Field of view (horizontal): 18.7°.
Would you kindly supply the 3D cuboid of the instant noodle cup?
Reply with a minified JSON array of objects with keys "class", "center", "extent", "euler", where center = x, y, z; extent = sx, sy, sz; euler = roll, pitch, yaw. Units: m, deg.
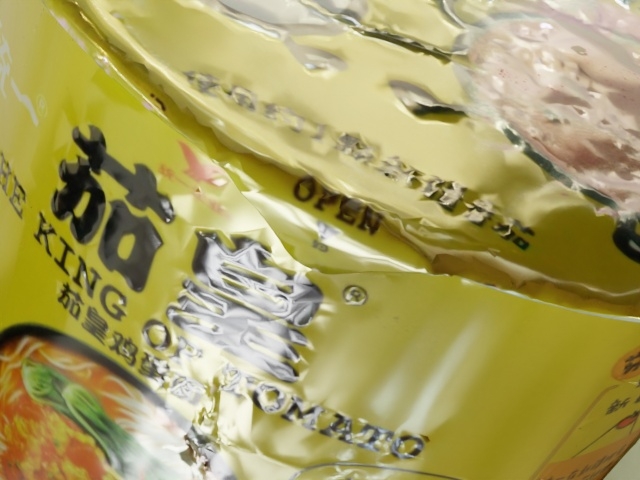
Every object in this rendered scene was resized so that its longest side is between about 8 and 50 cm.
[{"class":"instant noodle cup","center":[0.000,0.000,0.732],"extent":[0.326,0.325,0.254],"euler":[-1,-47,-34]}]

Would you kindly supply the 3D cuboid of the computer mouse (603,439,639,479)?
[{"class":"computer mouse","center":[0.212,0.080,1.189],"extent":[0.228,0.145,0.429],"euler":[92,-175,-53]}]
